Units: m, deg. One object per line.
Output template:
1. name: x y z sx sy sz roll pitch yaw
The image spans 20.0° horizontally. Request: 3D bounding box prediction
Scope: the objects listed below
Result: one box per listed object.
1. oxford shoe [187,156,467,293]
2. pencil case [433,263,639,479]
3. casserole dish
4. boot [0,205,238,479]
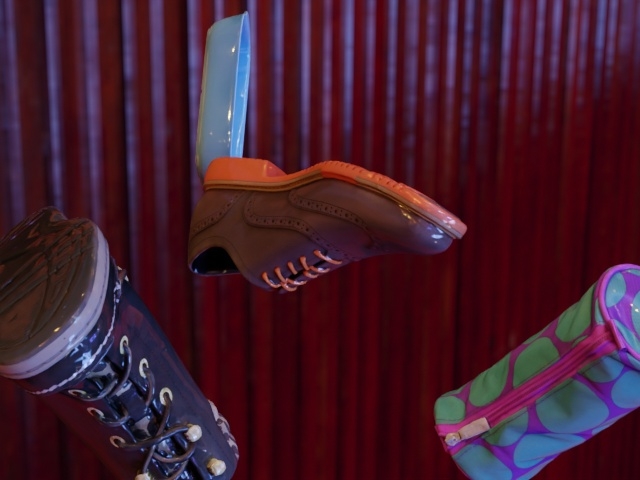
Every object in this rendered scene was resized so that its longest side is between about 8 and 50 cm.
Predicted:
1. oxford shoe: 0.000 0.000 1.366 0.097 0.098 0.271 31 -16 -36
2. pencil case: 0.122 0.072 0.917 0.070 0.152 0.064 -11 67 -42
3. casserole dish: -0.091 -0.124 1.701 0.037 0.188 0.114 3 -15 3
4. boot: -0.105 0.077 0.962 0.085 0.178 0.236 -38 16 -5
